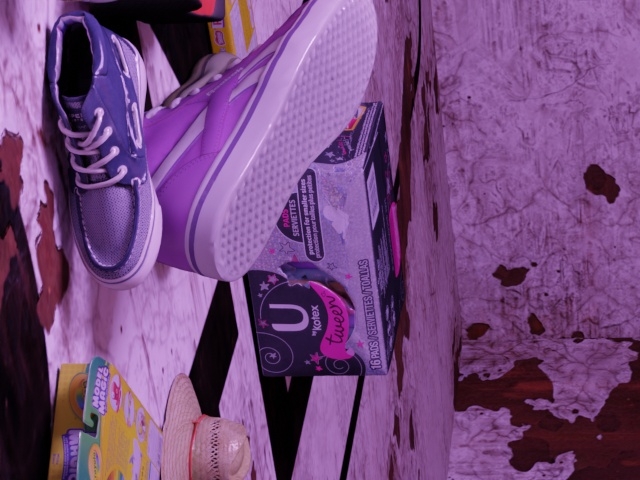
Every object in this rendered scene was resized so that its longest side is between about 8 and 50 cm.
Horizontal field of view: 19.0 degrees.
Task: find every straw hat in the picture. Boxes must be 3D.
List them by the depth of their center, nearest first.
[{"bbox_3d":[-0.093,0.186,1.670,0.144,0.061,0.144,-2,90,-80],"label":"straw hat"}]

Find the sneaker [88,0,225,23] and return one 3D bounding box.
[{"bbox_3d":[-0.127,-0.245,1.468,0.270,0.090,0.145,-29,116,-83],"label":"sneaker"}]

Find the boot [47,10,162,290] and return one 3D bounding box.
[{"bbox_3d":[-0.160,-0.063,1.344,0.086,0.069,0.190,36,45,-69],"label":"boot"}]

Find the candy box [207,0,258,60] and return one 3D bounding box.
[{"bbox_3d":[-0.088,-0.220,1.857,0.105,0.027,0.206,-73,159,-55],"label":"candy box"}]

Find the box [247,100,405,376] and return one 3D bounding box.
[{"bbox_3d":[0.000,0.000,2.002,0.163,0.142,0.247,-73,158,-58],"label":"box"}]

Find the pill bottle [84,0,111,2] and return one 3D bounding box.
[{"bbox_3d":[-0.163,-0.212,1.163,0.208,0.119,0.119,16,72,-80],"label":"pill bottle"}]

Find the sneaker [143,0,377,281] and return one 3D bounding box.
[{"bbox_3d":[-0.076,-0.104,1.468,0.282,0.161,0.102,-55,143,-30],"label":"sneaker"}]

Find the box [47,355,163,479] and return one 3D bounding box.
[{"bbox_3d":[-0.156,0.158,1.372,0.179,0.043,0.105,73,18,-64],"label":"box"}]

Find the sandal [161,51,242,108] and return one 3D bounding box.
[{"bbox_3d":[-0.083,-0.091,1.694,0.303,0.086,0.120,-74,160,-59],"label":"sandal"}]
